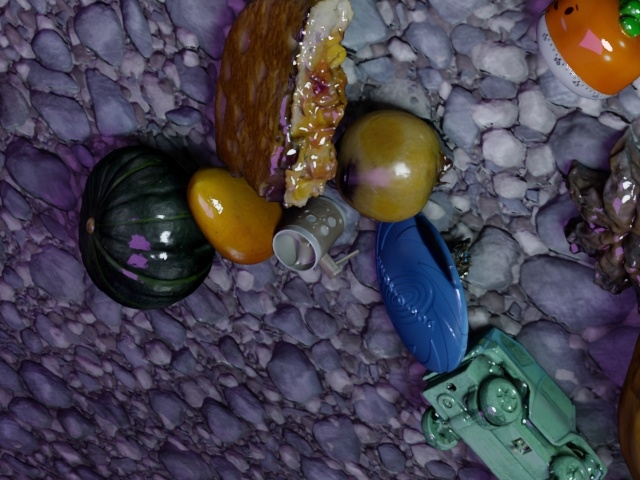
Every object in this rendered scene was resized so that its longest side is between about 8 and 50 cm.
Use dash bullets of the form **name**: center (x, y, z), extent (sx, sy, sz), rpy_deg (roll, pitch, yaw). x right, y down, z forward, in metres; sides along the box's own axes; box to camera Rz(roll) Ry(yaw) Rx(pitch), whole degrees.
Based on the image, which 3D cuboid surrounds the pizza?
- **pizza**: center (-0.050, -0.183, 1.780), extent (0.409, 0.114, 0.277), rpy_deg (122, 133, -57)

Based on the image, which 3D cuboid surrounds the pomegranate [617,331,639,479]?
- **pomegranate**: center (0.538, 0.211, 1.551), extent (0.411, 0.411, 0.411), rpy_deg (19, 132, 22)

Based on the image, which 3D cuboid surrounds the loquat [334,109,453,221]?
- **loquat**: center (0.090, -0.097, 1.794), extent (0.163, 0.137, 0.163), rpy_deg (6, 113, 14)

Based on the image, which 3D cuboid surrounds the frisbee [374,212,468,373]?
- **frisbee**: center (0.125, 0.070, 1.881), extent (0.242, 0.045, 0.242), rpy_deg (48, 148, 45)

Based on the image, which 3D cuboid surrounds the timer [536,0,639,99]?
- **timer**: center (0.318, -0.231, 1.555), extent (0.136, 0.099, 0.136), rpy_deg (18, 143, 14)

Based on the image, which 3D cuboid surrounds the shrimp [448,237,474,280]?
- **shrimp**: center (0.166, 0.057, 1.906), extent (0.076, 0.082, 0.174), rpy_deg (23, 141, 12)

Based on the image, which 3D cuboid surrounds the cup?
- **cup**: center (0.000, -0.006, 1.955), extent (0.102, 0.099, 0.074), rpy_deg (23, 134, 18)

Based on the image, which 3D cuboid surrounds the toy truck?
- **toy truck**: center (0.272, 0.266, 1.941), extent (0.279, 0.156, 0.155), rpy_deg (48, 136, -8)

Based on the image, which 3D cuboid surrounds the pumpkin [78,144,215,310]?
- **pumpkin**: center (-0.252, -0.022, 2.050), extent (0.250, 0.216, 0.250), rpy_deg (31, 131, 44)

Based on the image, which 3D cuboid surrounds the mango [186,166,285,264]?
- **mango**: center (-0.119, -0.043, 1.952), extent (0.102, 0.141, 0.217), rpy_deg (-5, 159, 26)

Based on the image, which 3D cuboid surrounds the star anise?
- **star anise**: center (0.397, -0.007, 1.679), extent (0.236, 0.109, 0.223), rpy_deg (49, 132, -5)
